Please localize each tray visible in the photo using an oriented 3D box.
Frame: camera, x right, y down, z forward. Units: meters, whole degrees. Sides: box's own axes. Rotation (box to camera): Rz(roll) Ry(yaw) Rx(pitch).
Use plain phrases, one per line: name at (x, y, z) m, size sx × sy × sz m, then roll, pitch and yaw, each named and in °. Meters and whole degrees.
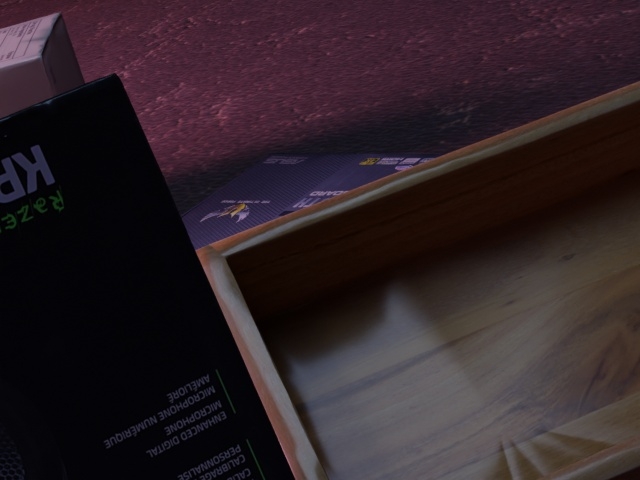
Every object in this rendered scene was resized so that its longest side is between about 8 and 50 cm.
tray at (0.166, 0.022, 0.640) m, size 0.410 × 0.076 × 0.203 m, roll -21°, pitch 49°, yaw -9°

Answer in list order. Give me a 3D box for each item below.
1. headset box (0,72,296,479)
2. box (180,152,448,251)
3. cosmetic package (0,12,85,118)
headset box at (-0.139, 0.121, 0.469) m, size 0.246 × 0.283 × 0.131 m, roll -25°, pitch 8°, yaw -22°
box at (0.000, 0.000, 0.923) m, size 0.232 × 0.059 × 0.183 m, roll 3°, pitch 31°, yaw 41°
cosmetic package at (-0.368, -0.095, 1.162) m, size 0.309 × 0.113 × 0.160 m, roll -14°, pitch 24°, yaw 3°
